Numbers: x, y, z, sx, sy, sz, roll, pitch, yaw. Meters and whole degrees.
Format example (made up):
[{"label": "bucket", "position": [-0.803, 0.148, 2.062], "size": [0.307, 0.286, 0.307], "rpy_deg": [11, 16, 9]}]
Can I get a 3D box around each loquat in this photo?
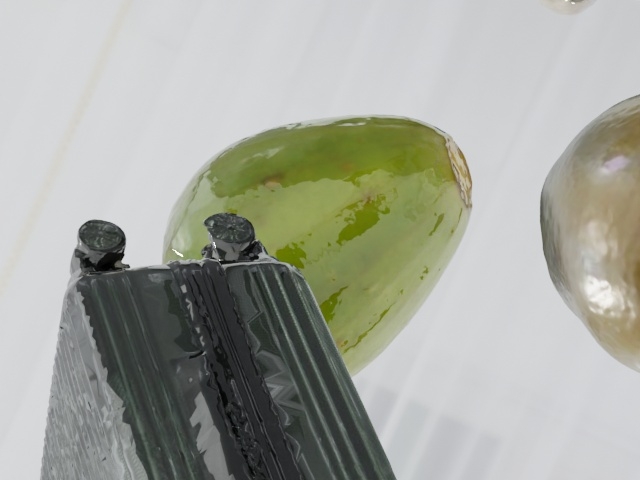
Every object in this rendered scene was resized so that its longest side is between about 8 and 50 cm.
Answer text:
[{"label": "loquat", "position": [0.225, -0.005, 0.938], "size": [0.179, 0.179, 0.227], "rpy_deg": [27, -167, -23]}]

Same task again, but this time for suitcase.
[{"label": "suitcase", "position": [-0.045, 0.148, 0.729], "size": [0.128, 0.202, 0.312], "rpy_deg": [-3, -140, -20]}]

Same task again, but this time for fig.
[{"label": "fig", "position": [0.000, 0.000, 1.547], "size": [0.258, 0.326, 0.258], "rpy_deg": [53, -167, -18]}]

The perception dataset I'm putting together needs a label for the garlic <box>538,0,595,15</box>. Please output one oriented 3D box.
[{"label": "garlic", "position": [0.226, -0.254, 1.385], "size": [0.087, 0.195, 0.101], "rpy_deg": [49, 136, -9]}]
